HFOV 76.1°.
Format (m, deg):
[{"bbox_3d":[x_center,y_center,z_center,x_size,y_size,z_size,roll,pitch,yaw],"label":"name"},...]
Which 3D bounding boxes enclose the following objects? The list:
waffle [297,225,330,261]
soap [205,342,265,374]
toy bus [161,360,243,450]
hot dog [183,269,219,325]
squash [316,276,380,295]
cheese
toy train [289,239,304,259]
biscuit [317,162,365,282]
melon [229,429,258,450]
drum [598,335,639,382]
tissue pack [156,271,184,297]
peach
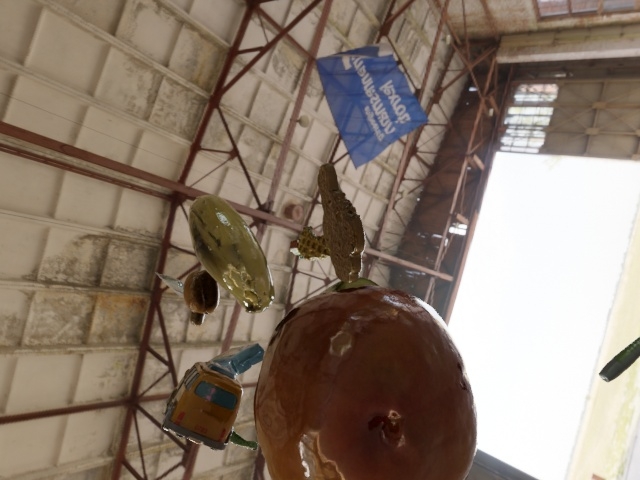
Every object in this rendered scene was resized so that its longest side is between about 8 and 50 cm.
[{"bbox_3d":[-0.002,-0.001,1.475,0.051,0.194,0.149,37,-131,-47],"label":"waffle"},{"bbox_3d":[-0.361,0.499,1.696,0.156,0.293,0.077,-23,-90,-47],"label":"soap"},{"bbox_3d":[-0.231,0.318,0.822,0.126,0.209,0.136,30,-107,-14],"label":"toy bus"},{"bbox_3d":[-0.298,0.141,1.024,0.089,0.060,0.140,4,-124,-41],"label":"hot dog"},{"bbox_3d":[0.072,0.200,1.253,0.203,0.289,0.111,29,-124,-8],"label":"squash"},{"bbox_3d":[-0.191,0.038,0.925,0.128,0.316,0.259,-33,-52,-6],"label":"cheese"},{"bbox_3d":[-0.068,0.040,2.201,0.118,0.176,0.074,55,-150,-48],"label":"toy train"},{"bbox_3d":[0.053,-0.048,1.080,0.047,0.183,0.320,-12,-103,-27],"label":"biscuit"},{"bbox_3d":[-0.279,0.491,1.115,0.053,0.261,0.114,-49,-12,-21],"label":"melon"},{"bbox_3d":[0.663,0.183,0.812,0.253,0.049,0.130,-29,-41,-17],"label":"drum"},{"bbox_3d":[-0.493,0.164,1.426,0.026,0.193,0.122,-54,-52,-25],"label":"tissue pack"},{"bbox_3d":[0.066,0.235,0.594,0.343,0.342,0.302,-62,2,-18],"label":"peach"}]
